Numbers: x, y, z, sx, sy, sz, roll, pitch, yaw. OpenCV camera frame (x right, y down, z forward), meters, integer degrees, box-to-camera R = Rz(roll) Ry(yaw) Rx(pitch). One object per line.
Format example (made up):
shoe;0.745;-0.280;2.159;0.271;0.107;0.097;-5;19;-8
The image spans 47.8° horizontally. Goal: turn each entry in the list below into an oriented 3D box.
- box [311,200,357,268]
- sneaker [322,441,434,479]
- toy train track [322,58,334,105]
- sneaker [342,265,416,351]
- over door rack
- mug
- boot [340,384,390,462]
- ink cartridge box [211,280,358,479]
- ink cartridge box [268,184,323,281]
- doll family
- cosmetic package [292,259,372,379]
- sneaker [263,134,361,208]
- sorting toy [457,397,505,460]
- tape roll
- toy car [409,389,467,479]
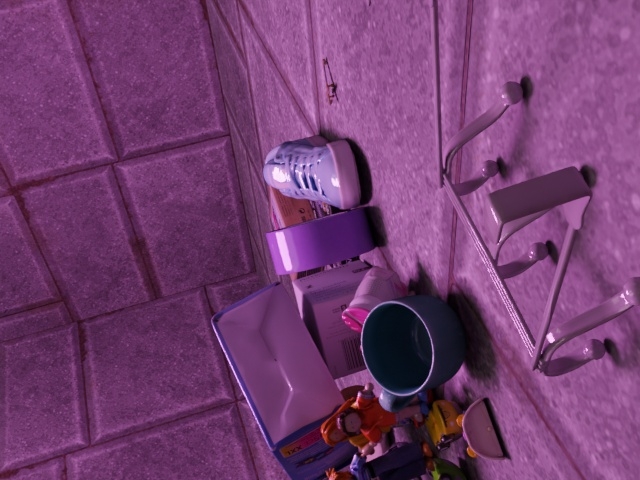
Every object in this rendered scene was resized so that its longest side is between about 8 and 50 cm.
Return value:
box;0.028;-0.023;1.542;0.191;0.045;0.184;-129;28;-67
sneaker;0.103;0.494;1.429;0.366;0.210;0.138;110;143;-73
toy train track;0.016;-0.288;1.310;0.048;0.014;0.083;170;91;-87
sneaker;0.118;0.127;1.165;0.111;0.102;0.252;-65;-25;-22
over door rack;0.155;-0.050;0.571;0.324;0.108;0.240;52;-166;-57
mug;0.128;0.147;1.002;0.158;0.097;0.130;-47;62;40
boot;0.110;0.447;1.703;0.213;0.077;0.165;-142;36;-68
ink cartridge box;-0.052;0.297;1.362;0.270;0.151;0.396;60;172;30
ink cartridge box;-0.065;-0.029;1.908;0.193;0.088;0.235;97;155;-62
doll family;0.086;0.328;1.102;0.118;0.163;0.263;-149;44;-76
cosmetic package;0.050;0.144;1.364;0.183;0.151;0.152;-143;38;-72
sneaker;-0.027;-0.121;1.393;0.366;0.150;0.135;-143;38;-73
sorting toy;0.217;0.261;0.990;0.075;0.044;0.083;41;-150;-73
tape roll;0.000;0.000;1.317;0.189;0.188;0.080;178;77;-79
toy car;0.194;0.331;1.151;0.239;0.053;0.225;-169;64;-79
